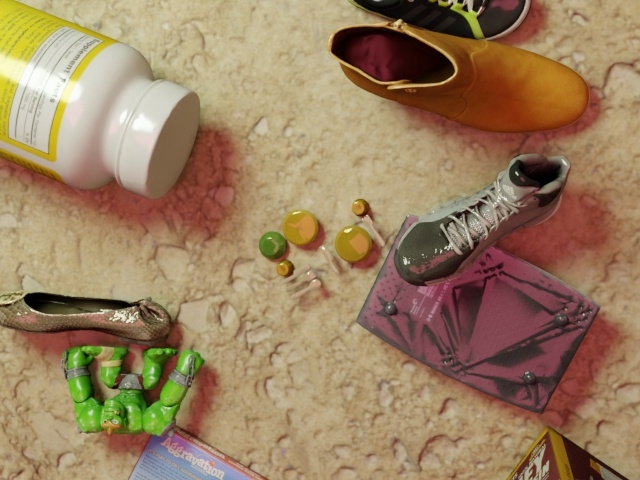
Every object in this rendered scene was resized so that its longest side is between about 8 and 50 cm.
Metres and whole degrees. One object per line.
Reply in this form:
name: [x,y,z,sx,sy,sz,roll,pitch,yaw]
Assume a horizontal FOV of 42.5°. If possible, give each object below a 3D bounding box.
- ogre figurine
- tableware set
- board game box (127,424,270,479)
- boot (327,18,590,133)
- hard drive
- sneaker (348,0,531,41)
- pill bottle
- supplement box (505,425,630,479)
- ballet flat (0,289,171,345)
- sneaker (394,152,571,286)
ogre figurine: [-0.255,0.202,1.101,0.197,0.097,0.118,2,80,-5]
tableware set: [0.000,0.000,1.062,0.154,0.024,0.104,-32,88,14]
board game box: [-0.131,0.375,1.133,0.281,0.027,0.145,29,102,5]
boot: [0.160,-0.176,0.911,0.295,0.211,0.104,12,100,8]
hard drive: [0.191,0.087,1.022,0.255,0.054,0.172,26,102,6]
sneaker: [0.127,-0.284,0.960,0.235,0.097,0.084,10,100,8]
pill bottle: [-0.327,-0.175,1.010,0.334,0.188,0.187,23,101,6]
supplement box: [0.318,0.351,0.966,0.194,0.191,0.129,33,102,5]
ballet flat: [-0.322,0.091,1.097,0.250,0.084,0.058,8,115,4]
sneaker: [0.185,-0.038,0.930,0.229,0.132,0.086,-30,73,-12]
